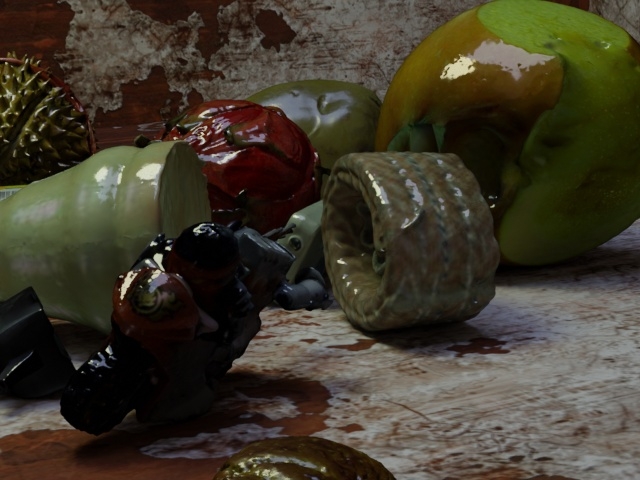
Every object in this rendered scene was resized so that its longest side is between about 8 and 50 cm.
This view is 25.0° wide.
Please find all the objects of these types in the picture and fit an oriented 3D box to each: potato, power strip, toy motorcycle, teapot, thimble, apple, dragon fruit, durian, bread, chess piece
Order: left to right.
[{"bbox_3d":[-0.472,-0.114,2.052,0.347,0.348,0.384,-4,-20,-11],"label":"durian"},{"bbox_3d":[-0.354,0.014,1.644,0.442,0.234,0.234,-5,11,11],"label":"chess piece"},{"bbox_3d":[-0.308,0.114,1.450,0.096,0.087,0.177,-28,17,-10],"label":"teapot"},{"bbox_3d":[-0.094,0.056,1.390,0.134,0.207,0.401,34,22,20],"label":"toy motorcycle"},{"bbox_3d":[-0.121,-0.061,1.842,0.244,0.244,0.299,6,5,34],"label":"dragon fruit"},{"bbox_3d":[-0.026,0.191,0.942,0.132,0.103,0.172,7,10,12],"label":"bread"},{"bbox_3d":[-0.047,-0.141,2.301,0.351,0.218,0.202,-7,14,-10],"label":"potato"},{"bbox_3d":[0.000,0.000,1.832,0.046,0.118,0.270,35,22,12],"label":"power strip"},{"bbox_3d":[0.099,-0.002,1.632,0.148,0.196,0.229,-5,11,-19],"label":"thimble"},{"bbox_3d":[0.260,-0.140,1.889,0.384,0.374,0.374,-8,6,38],"label":"apple"}]

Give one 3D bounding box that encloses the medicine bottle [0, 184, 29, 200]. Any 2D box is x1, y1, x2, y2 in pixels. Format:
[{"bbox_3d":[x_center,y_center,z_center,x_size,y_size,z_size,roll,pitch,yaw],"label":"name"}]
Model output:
[{"bbox_3d":[-0.479,0.005,1.843,0.293,0.141,0.141,-4,12,-8],"label":"medicine bottle"}]
